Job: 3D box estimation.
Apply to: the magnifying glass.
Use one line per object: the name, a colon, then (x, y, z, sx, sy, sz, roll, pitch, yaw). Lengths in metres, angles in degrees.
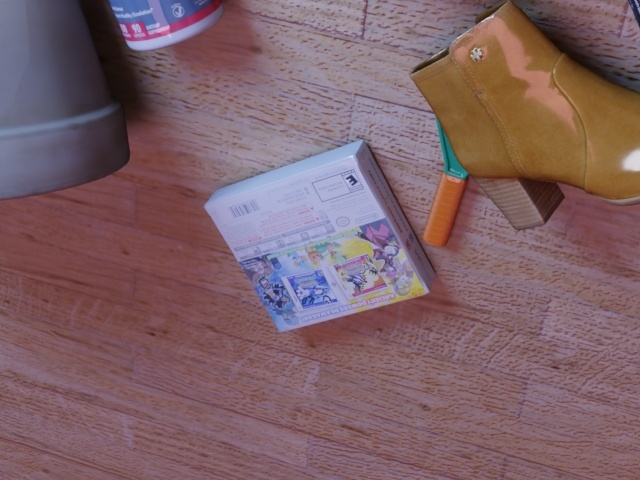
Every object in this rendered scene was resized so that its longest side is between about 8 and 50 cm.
magnifying glass: (0.149, -0.091, 1.270, 0.092, 0.026, 0.231, 20, 125, 7)

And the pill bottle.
pill bottle: (-0.175, -0.290, 1.207, 0.108, 0.108, 0.180, -8, 118, 25)

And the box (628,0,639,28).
box: (0.394, -0.189, 1.096, 0.184, 0.045, 0.191, -14, 117, 31)

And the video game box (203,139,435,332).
video game box: (0.000, 0.000, 1.370, 0.205, 0.048, 0.187, -16, 113, 29)

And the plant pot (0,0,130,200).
plant pot: (-0.369, -0.207, 1.241, 0.323, 0.323, 0.280, 3, 106, 19)

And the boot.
boot: (0.232, -0.134, 1.120, 0.295, 0.104, 0.211, -21, 111, 41)
